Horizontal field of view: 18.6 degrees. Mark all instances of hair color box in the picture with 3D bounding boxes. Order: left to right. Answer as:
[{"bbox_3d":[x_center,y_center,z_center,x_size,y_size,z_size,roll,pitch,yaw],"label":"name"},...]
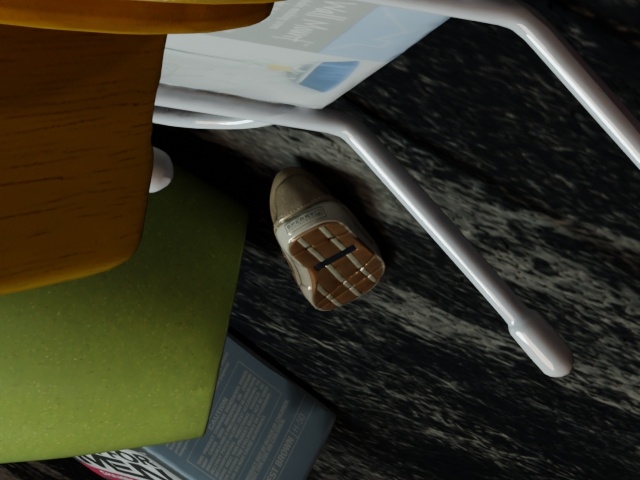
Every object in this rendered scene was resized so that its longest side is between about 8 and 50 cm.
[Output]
[{"bbox_3d":[-0.184,0.074,1.426,0.185,0.114,0.374,4,151,50],"label":"hair color box"}]

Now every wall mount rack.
[{"bbox_3d":[0.019,-0.033,0.835,0.304,0.130,0.350,9,169,-18],"label":"wall mount rack"}]

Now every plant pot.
[{"bbox_3d":[-0.196,0.016,1.115,0.293,0.275,0.275,11,162,-3],"label":"plant pot"}]

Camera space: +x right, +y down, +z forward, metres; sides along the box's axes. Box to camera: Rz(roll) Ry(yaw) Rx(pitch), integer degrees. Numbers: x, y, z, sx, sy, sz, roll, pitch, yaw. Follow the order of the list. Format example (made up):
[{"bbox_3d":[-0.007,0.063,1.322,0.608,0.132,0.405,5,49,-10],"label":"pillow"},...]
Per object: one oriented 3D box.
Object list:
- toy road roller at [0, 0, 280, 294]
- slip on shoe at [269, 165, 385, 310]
[{"bbox_3d":[-0.147,-0.119,0.543,0.329,0.241,0.202,20,-163,33],"label":"toy road roller"},{"bbox_3d":[0.000,0.000,1.087,0.041,0.051,0.135,63,-174,23],"label":"slip on shoe"}]
